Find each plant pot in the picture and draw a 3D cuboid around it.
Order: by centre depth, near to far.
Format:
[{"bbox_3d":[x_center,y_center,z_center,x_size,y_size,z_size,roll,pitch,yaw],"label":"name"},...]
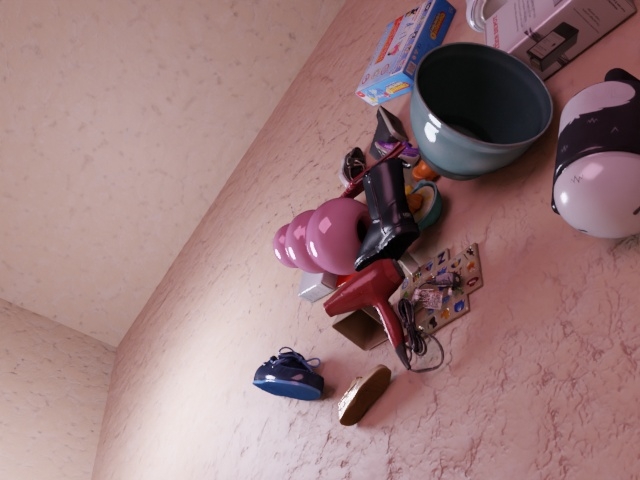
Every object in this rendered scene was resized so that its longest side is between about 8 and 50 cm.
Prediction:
[{"bbox_3d":[0.320,-0.253,1.309,0.196,0.293,0.293,105,179,-56],"label":"plant pot"},{"bbox_3d":[0.108,0.175,1.415,0.109,0.109,0.096,-39,19,40],"label":"plant pot"}]

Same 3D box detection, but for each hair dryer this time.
[{"bbox_3d":[0.133,0.140,1.261,0.293,0.080,0.224,5,61,34],"label":"hair dryer"}]

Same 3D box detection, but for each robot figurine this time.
[{"bbox_3d":[0.467,-0.136,0.958,0.173,0.209,0.278,7,60,20],"label":"robot figurine"}]

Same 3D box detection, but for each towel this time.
[{"bbox_3d":[0.120,-0.168,1.689,0.199,0.031,0.275,-39,-3,-19],"label":"towel"}]

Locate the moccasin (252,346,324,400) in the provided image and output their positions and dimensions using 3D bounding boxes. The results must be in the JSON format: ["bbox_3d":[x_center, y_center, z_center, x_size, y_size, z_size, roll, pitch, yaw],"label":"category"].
[{"bbox_3d":[-0.091,0.339,1.583,0.342,0.137,0.117,-14,46,59],"label":"moccasin"}]

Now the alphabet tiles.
[{"bbox_3d":[0.254,0.108,1.307,0.237,0.009,0.198,-41,29,37],"label":"alphabet tiles"}]

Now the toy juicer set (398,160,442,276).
[{"bbox_3d":[0.224,-0.082,1.492,0.329,0.089,0.209,-64,23,-8],"label":"toy juicer set"}]

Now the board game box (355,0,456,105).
[{"bbox_3d":[0.281,-0.633,2.041,0.302,0.086,0.308,0,62,64],"label":"board game box"}]

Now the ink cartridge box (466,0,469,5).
[{"bbox_3d":[0.501,-0.764,1.774,0.165,0.065,0.333,-41,28,37],"label":"ink cartridge box"}]

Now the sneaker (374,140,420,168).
[{"bbox_3d":[0.225,-0.255,1.729,0.071,0.068,0.170,-49,43,-9],"label":"sneaker"}]

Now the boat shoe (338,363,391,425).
[{"bbox_3d":[0.088,0.326,1.316,0.170,0.063,0.059,-54,29,17],"label":"boat shoe"}]

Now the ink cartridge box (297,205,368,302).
[{"bbox_3d":[0.045,0.023,1.780,0.239,0.060,0.275,-35,33,47],"label":"ink cartridge box"}]

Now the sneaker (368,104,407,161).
[{"bbox_3d":[0.189,-0.331,1.872,0.118,0.083,0.222,-49,26,25],"label":"sneaker"}]

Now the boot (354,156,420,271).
[{"bbox_3d":[0.143,-0.058,1.453,0.246,0.094,0.207,129,138,-54],"label":"boot"}]

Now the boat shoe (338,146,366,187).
[{"bbox_3d":[0.107,-0.232,1.931,0.070,0.077,0.219,-48,24,29],"label":"boat shoe"}]

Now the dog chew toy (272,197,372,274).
[{"bbox_3d":[0.000,0.000,1.649,0.331,0.206,0.207,-10,51,41],"label":"dog chew toy"}]

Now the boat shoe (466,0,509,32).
[{"bbox_3d":[0.536,-0.675,1.530,0.367,0.136,0.156,-44,29,12],"label":"boat shoe"}]

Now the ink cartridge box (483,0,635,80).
[{"bbox_3d":[0.516,-0.498,1.344,0.289,0.121,0.211,-37,32,43],"label":"ink cartridge box"}]
